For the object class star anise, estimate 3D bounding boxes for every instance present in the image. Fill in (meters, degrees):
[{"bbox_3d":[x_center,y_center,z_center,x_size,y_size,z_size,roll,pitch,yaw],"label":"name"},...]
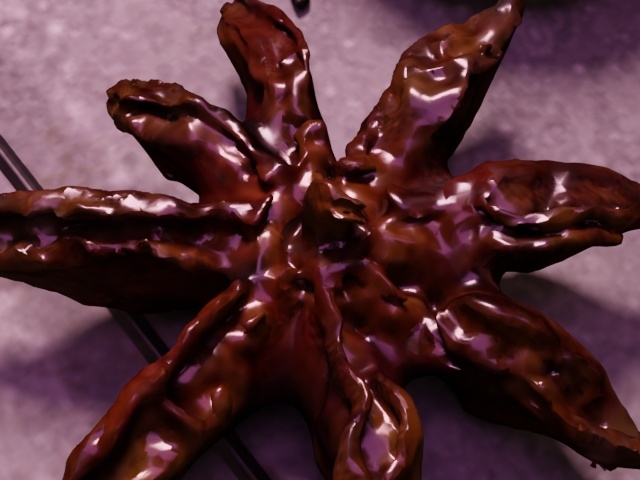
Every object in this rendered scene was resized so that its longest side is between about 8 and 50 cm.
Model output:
[{"bbox_3d":[-0.001,0.000,0.374,0.288,0.088,0.288,0,59,1],"label":"star anise"}]

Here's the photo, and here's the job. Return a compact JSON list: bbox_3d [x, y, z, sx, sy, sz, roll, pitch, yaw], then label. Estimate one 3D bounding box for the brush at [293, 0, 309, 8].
[{"bbox_3d":[-0.014,-0.149,0.502,0.024,0.008,0.083,-3,60,-6],"label":"brush"}]
